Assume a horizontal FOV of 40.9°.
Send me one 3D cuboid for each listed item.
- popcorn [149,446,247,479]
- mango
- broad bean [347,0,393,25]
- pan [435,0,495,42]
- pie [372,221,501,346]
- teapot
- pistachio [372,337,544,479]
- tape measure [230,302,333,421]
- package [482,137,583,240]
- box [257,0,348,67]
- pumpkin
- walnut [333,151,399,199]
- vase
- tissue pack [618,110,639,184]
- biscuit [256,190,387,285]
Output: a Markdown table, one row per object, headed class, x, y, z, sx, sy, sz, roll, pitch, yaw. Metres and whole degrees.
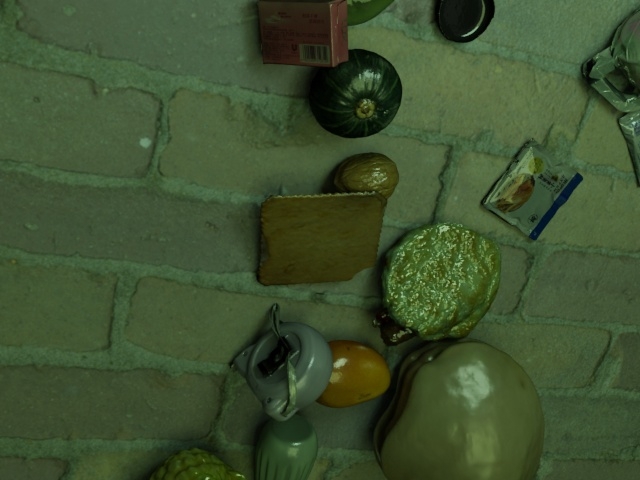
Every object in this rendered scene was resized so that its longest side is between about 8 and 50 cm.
| class | x | y | z | sx | sy | sz | roll | pitch | yaw |
| --- | --- | --- | --- | --- | --- | --- | --- | --- | --- |
| popcorn | -0.263 | 0.539 | 1.720 | 0.251 | 0.206 | 0.237 | 4 | 126 | -9 |
| mango | 0.059 | 0.277 | 1.772 | 0.219 | 0.112 | 0.145 | 13 | 108 | -37 |
| broad bean | 0.071 | -0.466 | 1.454 | 0.228 | 0.100 | 0.169 | -29 | 112 | 8 |
| pan | 0.227 | -0.437 | 1.547 | 0.212 | 0.040 | 0.115 | 26 | 103 | -35 |
| pie | 0.243 | 0.088 | 1.756 | 0.274 | 0.105 | 0.257 | -3 | 105 | -20 |
| teapot | 0.659 | -0.340 | 1.684 | 0.221 | 0.163 | 0.178 | -45 | 127 | 3 |
| pistachio | 0.297 | 0.423 | 1.842 | 0.365 | 0.281 | 0.445 | -6 | 102 | -4 |
| tape measure | -0.070 | 0.237 | 1.658 | 0.178 | 0.196 | 0.105 | -48 | 129 | -4 |
| package | 0.442 | -0.104 | 1.784 | 0.173 | 0.027 | 0.171 | 30 | 100 | -25 |
| box | -0.030 | -0.352 | 1.436 | 0.060 | 0.156 | 0.111 | -41 | 135 | -50 |
| pumpkin | 0.062 | -0.258 | 1.520 | 0.167 | 0.125 | 0.167 | -12 | 121 | -20 |
| walnut | 0.086 | -0.116 | 1.610 | 0.124 | 0.105 | 0.105 | -4 | 114 | -14 |
| vase | -0.082 | 0.485 | 1.804 | 0.128 | 0.128 | 0.248 | 1 | 121 | -21 |
| tissue pack | 0.714 | -0.212 | 1.836 | 0.122 | 0.026 | 0.193 | -31 | 120 | -4 |
| biscuit | 0.000 | 0.000 | 1.622 | 0.236 | 0.013 | 0.232 | -2 | 132 | -10 |
